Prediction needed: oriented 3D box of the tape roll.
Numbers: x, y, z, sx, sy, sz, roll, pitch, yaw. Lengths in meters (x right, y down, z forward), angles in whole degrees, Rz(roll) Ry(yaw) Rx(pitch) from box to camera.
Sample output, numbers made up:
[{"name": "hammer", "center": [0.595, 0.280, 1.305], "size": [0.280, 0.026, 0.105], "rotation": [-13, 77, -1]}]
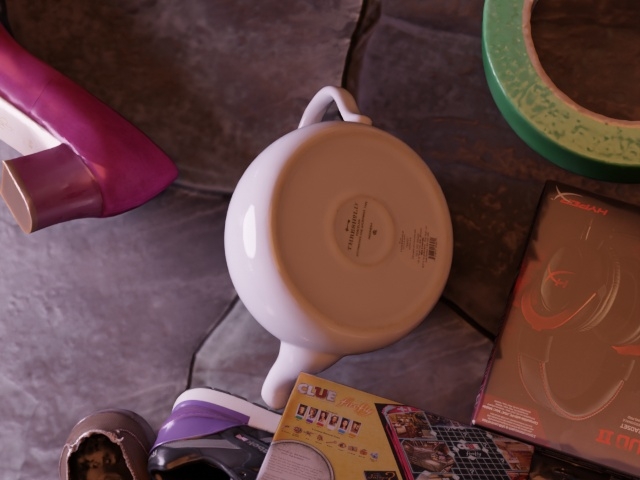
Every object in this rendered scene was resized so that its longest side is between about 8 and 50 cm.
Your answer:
[{"name": "tape roll", "center": [0.335, -0.225, 1.449], "size": [0.321, 0.077, 0.321], "rotation": [-1, 79, 5]}]

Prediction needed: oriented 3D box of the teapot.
[{"name": "teapot", "center": [0.000, 0.000, 1.385], "size": [0.256, 0.187, 0.253], "rotation": [-38, 99, -28]}]

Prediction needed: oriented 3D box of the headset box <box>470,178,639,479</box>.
[{"name": "headset box", "center": [0.288, 0.114, 1.364], "size": [0.218, 0.110, 0.293], "rotation": [18, 81, 8]}]

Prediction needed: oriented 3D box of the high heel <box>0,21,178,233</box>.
[{"name": "high heel", "center": [-0.315, -0.178, 1.507], "size": [0.181, 0.127, 0.377], "rotation": [-19, 71, -28]}]

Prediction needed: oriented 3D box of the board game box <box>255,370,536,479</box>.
[{"name": "board game box", "center": [0.069, 0.230, 1.268], "size": [0.243, 0.042, 0.165], "rotation": [17, 45, 7]}]

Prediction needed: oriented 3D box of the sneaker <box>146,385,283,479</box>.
[{"name": "sneaker", "center": [-0.035, 0.243, 1.347], "size": [0.283, 0.124, 0.107], "rotation": [9, 123, 13]}]

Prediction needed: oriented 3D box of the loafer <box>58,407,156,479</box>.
[{"name": "loafer", "center": [-0.207, 0.349, 1.350], "size": [0.133, 0.130, 0.366], "rotation": [-16, 77, 2]}]
